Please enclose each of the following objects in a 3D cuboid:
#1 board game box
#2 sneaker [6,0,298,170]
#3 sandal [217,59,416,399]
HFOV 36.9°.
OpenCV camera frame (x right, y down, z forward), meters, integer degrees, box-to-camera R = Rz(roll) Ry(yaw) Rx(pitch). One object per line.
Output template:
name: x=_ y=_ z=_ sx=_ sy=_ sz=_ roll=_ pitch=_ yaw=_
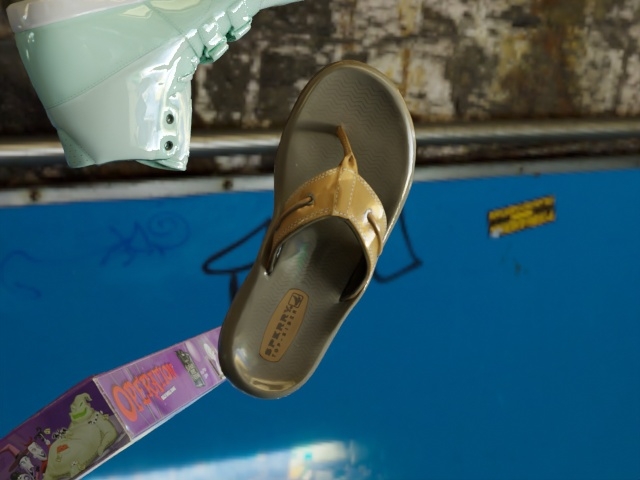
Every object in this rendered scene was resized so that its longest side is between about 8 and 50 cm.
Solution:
board game box: x=-0.172 y=0.146 z=0.696 sx=0.208 sy=0.056 sz=0.347 roll=-30 pitch=176 yaw=6
sneaker: x=-0.104 y=-0.139 z=0.761 sx=0.256 sy=0.151 sz=0.094 roll=-22 pitch=-161 yaw=-27
sandal: x=0.000 y=0.000 z=0.479 sx=0.072 sy=0.180 sz=0.049 roll=21 pitch=-176 yaw=-10
